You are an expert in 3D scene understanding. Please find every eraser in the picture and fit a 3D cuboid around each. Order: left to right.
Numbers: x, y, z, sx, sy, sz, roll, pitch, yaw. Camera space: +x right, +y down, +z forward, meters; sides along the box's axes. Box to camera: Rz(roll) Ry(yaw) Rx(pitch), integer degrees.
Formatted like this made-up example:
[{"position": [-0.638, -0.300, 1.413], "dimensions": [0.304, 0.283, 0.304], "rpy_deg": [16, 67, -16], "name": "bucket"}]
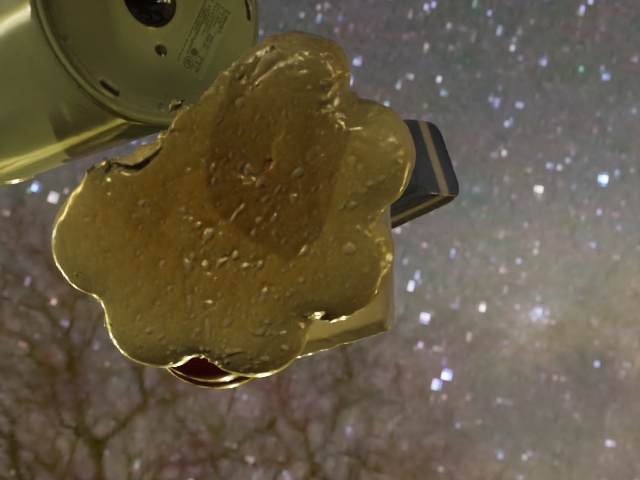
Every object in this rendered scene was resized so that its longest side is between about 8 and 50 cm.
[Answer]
[{"position": [0.003, -0.029, 1.126], "dimensions": [0.225, 0.082, 0.036], "rpy_deg": [-25, -32, 16], "name": "eraser"}]

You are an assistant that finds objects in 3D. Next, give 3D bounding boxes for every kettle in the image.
[{"position": [-0.245, -0.170, 1.124], "dimensions": [0.265, 0.205, 0.318], "rpy_deg": [-1, -6, -37], "name": "kettle"}]

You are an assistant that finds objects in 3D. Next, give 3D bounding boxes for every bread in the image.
[{"position": [-0.050, -0.008, 0.861], "dimensions": [0.251, 0.039, 0.182], "rpy_deg": [-36, -92, 17], "name": "bread"}]

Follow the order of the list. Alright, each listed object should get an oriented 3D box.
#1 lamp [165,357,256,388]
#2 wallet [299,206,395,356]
[{"position": [-0.116, 0.039, 1.346], "dimensions": [0.227, 0.227, 0.227], "rpy_deg": [12, -27, 6], "name": "lamp"}, {"position": [0.000, 0.000, 0.985], "dimensions": [0.124, 0.183, 0.032], "rpy_deg": [-18, -38, 25], "name": "wallet"}]
